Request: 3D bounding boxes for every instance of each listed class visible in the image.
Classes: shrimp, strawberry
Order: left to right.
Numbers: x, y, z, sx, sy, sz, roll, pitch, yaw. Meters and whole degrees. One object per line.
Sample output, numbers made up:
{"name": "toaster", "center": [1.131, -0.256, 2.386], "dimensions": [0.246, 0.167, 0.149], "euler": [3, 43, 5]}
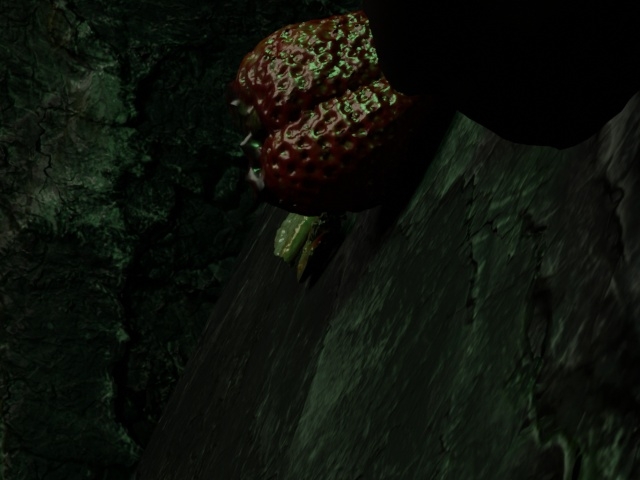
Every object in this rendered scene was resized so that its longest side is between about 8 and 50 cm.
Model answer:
{"name": "shrimp", "center": [0.000, 0.000, 2.224], "dimensions": [0.190, 0.042, 0.101], "euler": [115, 178, -64]}
{"name": "strawberry", "center": [0.038, -0.161, 1.914], "dimensions": [0.288, 0.250, 0.238], "euler": [-36, -18, 23]}

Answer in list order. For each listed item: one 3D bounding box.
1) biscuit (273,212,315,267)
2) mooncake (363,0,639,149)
{"name": "biscuit", "center": [-0.017, -0.051, 2.395], "dimensions": [0.188, 0.040, 0.265], "euler": [-53, 11, 48]}
{"name": "mooncake", "center": [0.188, -0.244, 1.074], "dimensions": [0.350, 0.212, 0.381], "euler": [-52, 9, 36]}
